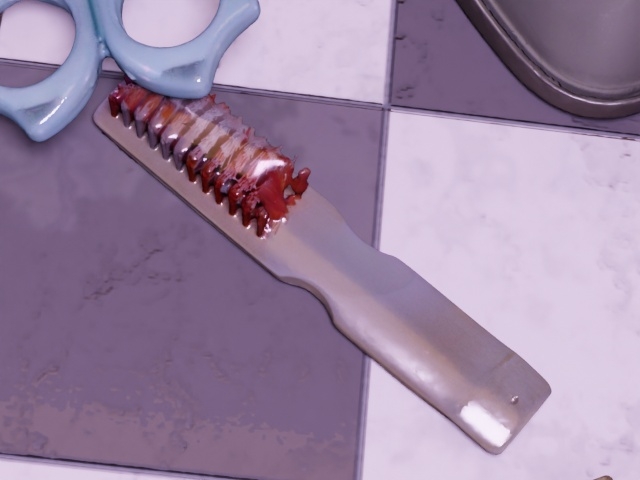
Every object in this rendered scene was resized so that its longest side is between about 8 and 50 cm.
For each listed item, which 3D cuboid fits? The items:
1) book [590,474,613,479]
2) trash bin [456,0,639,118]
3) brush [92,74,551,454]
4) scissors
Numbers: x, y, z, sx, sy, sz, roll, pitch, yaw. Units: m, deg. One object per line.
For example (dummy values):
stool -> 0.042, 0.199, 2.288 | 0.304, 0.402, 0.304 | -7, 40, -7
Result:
book -> 0.188, 0.247, 0.761 | 0.231, 0.026, 0.161 | 47, 39, -12
trash bin -> 0.195, -0.244, 0.935 | 0.220, 0.250, 0.219 | -32, 67, -17
brush -> 0.000, 0.000, 0.921 | 0.321, 0.050, 0.060 | 40, 65, 10
scissors -> -0.158, -0.220, 0.989 | 0.191, 0.029, 0.360 | -17, 59, 2
